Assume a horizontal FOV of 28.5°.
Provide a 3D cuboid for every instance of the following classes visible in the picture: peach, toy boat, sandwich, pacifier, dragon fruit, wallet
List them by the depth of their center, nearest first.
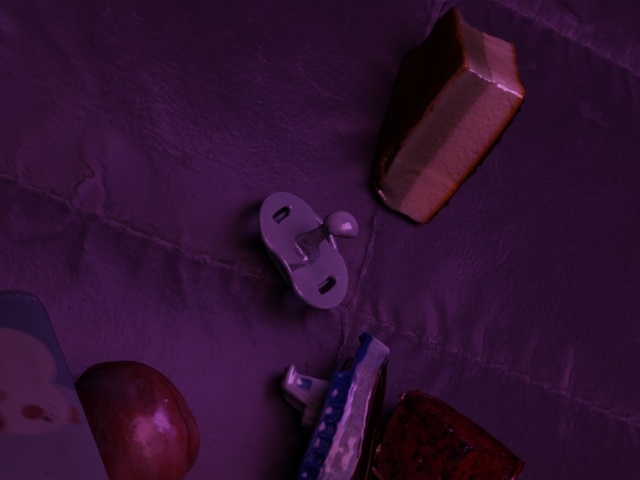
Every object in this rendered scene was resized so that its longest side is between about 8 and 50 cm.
[{"bbox_3d":[-0.335,0.186,1.152,0.252,0.083,0.360,-5,38,-25],"label":"wallet"},{"bbox_3d":[-0.201,0.192,1.294,0.152,0.152,0.152,7,75,-25],"label":"peach"},{"bbox_3d":[0.001,0.222,1.407,0.115,0.114,0.262,8,70,12],"label":"toy boat"},{"bbox_3d":[0.000,0.000,1.453,0.127,0.117,0.150,-27,86,-55],"label":"pacifier"},{"bbox_3d":[0.146,0.262,1.487,0.161,0.127,0.120,20,111,-47],"label":"dragon fruit"},{"bbox_3d":[0.148,-0.159,1.573,0.108,0.220,0.186,26,31,-17],"label":"sandwich"}]
